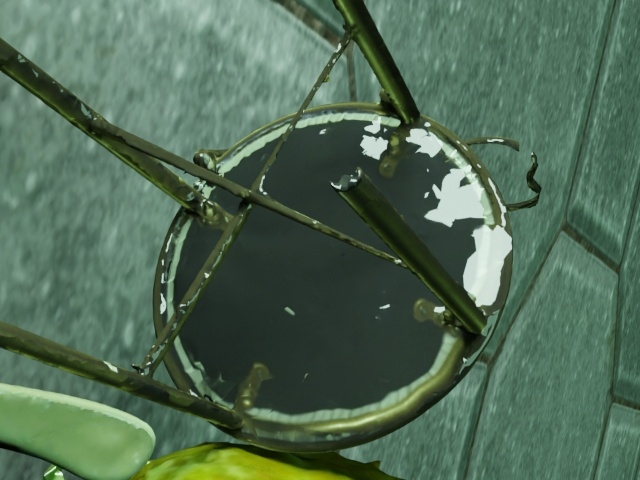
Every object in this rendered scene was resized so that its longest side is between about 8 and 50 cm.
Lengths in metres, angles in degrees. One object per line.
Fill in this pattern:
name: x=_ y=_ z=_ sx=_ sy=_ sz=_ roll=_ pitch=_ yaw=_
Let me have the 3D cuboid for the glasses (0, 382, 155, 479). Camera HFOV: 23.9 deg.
glasses: x=-0.143 y=0.033 z=0.339 sx=0.102 sy=0.207 sz=0.239 roll=-47 pitch=171 yaw=28

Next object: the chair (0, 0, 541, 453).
chair: x=0.000 y=0.000 z=0.589 sx=0.325 sy=0.160 sz=0.170 roll=46 pitch=26 yaw=-60

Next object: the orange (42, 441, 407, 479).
orange: x=-0.034 y=0.232 z=0.583 sx=0.301 sy=0.223 sz=0.300 roll=-64 pitch=157 yaw=2
